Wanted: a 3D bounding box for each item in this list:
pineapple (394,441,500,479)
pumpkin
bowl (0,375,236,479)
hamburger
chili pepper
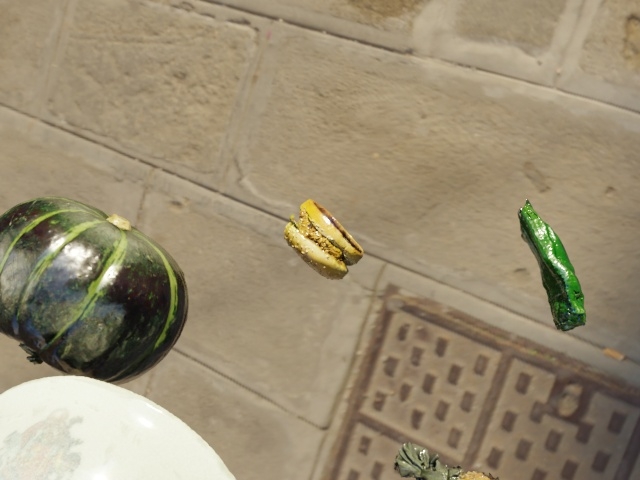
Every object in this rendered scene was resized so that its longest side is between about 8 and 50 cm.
[{"bbox_3d":[0.252,0.476,1.518,0.237,0.111,0.119,25,141,24],"label":"pineapple"},{"bbox_3d":[-0.357,0.072,1.166,0.323,0.323,0.241,34,85,22],"label":"pumpkin"},{"bbox_3d":[-0.305,0.396,0.905,0.435,0.196,0.434,6,110,16],"label":"bowl"},{"bbox_3d":[0.003,0.003,1.703,0.118,0.191,0.182,-42,95,4],"label":"hamburger"},{"bbox_3d":[0.379,0.036,1.267,0.061,0.098,0.224,-17,65,8],"label":"chili pepper"}]
